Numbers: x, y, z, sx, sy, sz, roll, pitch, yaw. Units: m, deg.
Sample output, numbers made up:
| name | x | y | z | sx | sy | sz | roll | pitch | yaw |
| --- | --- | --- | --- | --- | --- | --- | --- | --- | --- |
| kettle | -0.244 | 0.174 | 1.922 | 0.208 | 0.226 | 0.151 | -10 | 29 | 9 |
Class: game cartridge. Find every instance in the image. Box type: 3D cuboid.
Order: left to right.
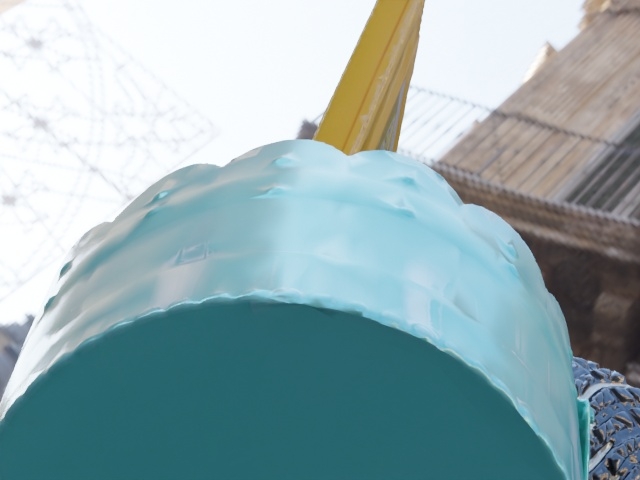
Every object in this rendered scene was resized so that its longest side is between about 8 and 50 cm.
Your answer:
| name | x | y | z | sx | sy | sz | roll | pitch | yaw |
| --- | --- | --- | --- | --- | --- | --- | --- | --- | --- |
| game cartridge | 0.026 | -0.045 | 1.190 | 0.053 | 0.285 | 0.323 | 19 | -35 | 6 |

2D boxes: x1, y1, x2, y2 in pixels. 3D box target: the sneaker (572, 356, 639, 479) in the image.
| name | x | y | z | sx | sy | sz | roll | pitch | yaw |
| --- | --- | --- | --- | --- | --- | --- | --- | --- | --- |
| sneaker | 0.171 | 0.208 | 0.755 | 0.122 | 0.110 | 0.283 | -44 | -121 | 45 |

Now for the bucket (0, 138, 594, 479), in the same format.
| name | x | y | z | sx | sy | sz | roll | pitch | yaw |
| --- | --- | --- | --- | --- | --- | --- | --- | --- | --- |
| bucket | -0.015 | 0.105 | 0.553 | 0.281 | 0.183 | 0.281 | 1 | -71 | 3 |
